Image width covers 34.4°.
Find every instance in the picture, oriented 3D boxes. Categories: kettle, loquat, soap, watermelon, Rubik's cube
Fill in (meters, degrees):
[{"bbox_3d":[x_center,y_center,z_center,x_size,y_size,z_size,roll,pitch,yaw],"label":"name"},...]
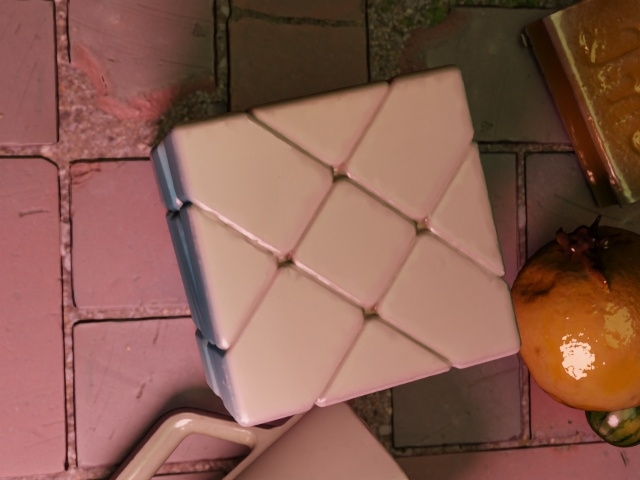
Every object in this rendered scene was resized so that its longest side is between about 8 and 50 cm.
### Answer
[{"bbox_3d":[-0.084,0.350,1.221,0.377,0.250,0.361,-39,78,-7],"label":"kettle"},{"bbox_3d":[0.350,0.091,1.300,0.244,0.244,0.244,0,91,-13],"label":"loquat"},{"bbox_3d":[0.402,-0.197,1.382,0.173,0.089,0.274,-27,97,-12],"label":"soap"},{"bbox_3d":[0.407,0.224,1.384,0.109,0.109,0.109,0,91,-13],"label":"watermelon"},{"bbox_3d":[0.000,0.000,1.177,0.319,0.316,0.322,-14,95,-12],"label":"Rubik's cube"}]
